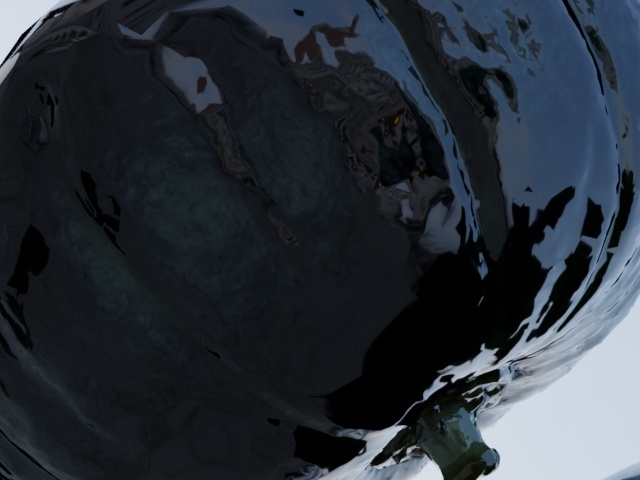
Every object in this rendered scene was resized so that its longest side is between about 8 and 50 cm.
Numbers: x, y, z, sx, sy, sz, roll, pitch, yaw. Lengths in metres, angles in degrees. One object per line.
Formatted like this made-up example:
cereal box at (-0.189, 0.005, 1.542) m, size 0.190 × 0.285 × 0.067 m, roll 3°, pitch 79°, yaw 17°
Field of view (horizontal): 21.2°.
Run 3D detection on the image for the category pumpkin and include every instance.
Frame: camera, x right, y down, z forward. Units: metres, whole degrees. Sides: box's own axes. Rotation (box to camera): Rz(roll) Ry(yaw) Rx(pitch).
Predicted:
pumpkin at (0.000, 0.000, 0.422) m, size 0.140 × 0.202 × 0.202 m, roll 56°, pitch -23°, yaw 19°

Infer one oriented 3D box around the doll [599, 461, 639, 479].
doll at (0.144, 0.125, 0.361) m, size 0.257 × 0.215 × 0.161 m, roll -11°, pitch -18°, yaw 32°
